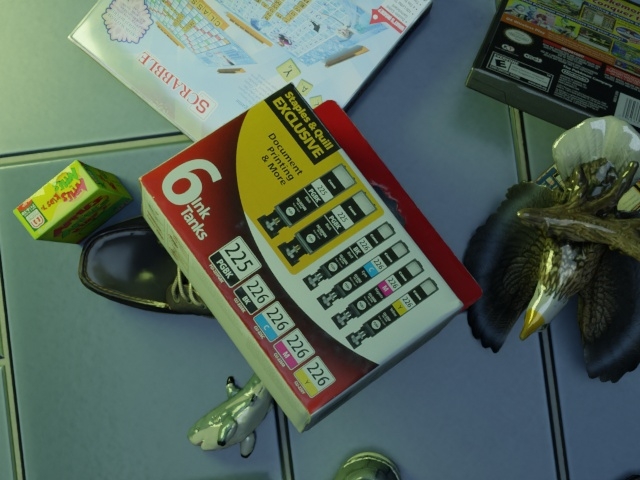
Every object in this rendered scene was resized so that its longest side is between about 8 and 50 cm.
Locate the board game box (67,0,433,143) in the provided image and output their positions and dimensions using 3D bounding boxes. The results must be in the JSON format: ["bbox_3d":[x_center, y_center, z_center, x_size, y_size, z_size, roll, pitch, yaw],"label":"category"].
[{"bbox_3d":[-0.084,-0.264,1.450,0.318,0.066,0.318,40,90,3],"label":"board game box"}]

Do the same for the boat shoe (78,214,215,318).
[{"bbox_3d":[-0.117,0.029,1.410,0.355,0.130,0.132,2,88,3],"label":"boat shoe"}]

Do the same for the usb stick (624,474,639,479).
[{"bbox_3d":[0.291,0.377,1.421,0.278,0.045,0.077,-33,80,2],"label":"usb stick"}]

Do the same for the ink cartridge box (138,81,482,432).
[{"bbox_3d":[0.000,0.000,1.295,0.271,0.130,0.309,-35,80,-15],"label":"ink cartridge box"}]

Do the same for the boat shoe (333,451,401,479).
[{"bbox_3d":[0.012,0.407,1.406,0.116,0.099,0.320,21,89,3],"label":"boat shoe"}]

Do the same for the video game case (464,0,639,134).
[{"bbox_3d":[0.325,-0.203,1.366,0.274,0.035,0.248,23,47,4],"label":"video game case"}]

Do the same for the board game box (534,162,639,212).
[{"bbox_3d":[0.353,-0.034,1.381,0.193,0.147,0.045,46,57,3],"label":"board game box"}]

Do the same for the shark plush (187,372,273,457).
[{"bbox_3d":[-0.098,0.189,1.445,0.067,0.073,0.161,31,95,34],"label":"shark plush"}]

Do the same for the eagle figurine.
[{"bbox_3d":[0.277,0.030,1.319,0.225,0.298,0.226,-25,69,-3],"label":"eagle figurine"}]

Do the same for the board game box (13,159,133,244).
[{"bbox_3d":[-0.286,-0.042,1.396,0.092,0.181,0.043,-38,87,1],"label":"board game box"}]
